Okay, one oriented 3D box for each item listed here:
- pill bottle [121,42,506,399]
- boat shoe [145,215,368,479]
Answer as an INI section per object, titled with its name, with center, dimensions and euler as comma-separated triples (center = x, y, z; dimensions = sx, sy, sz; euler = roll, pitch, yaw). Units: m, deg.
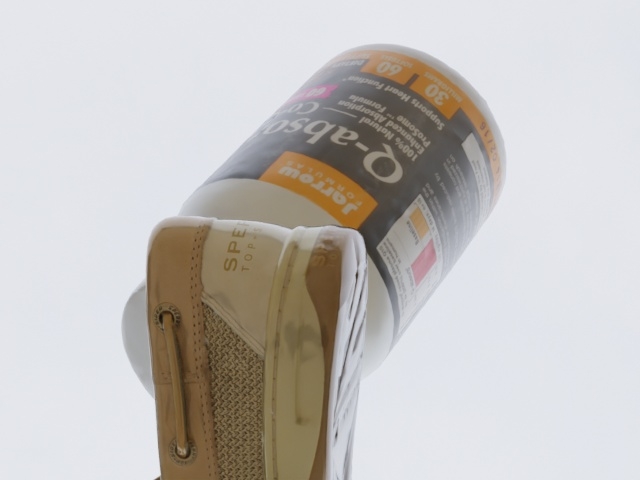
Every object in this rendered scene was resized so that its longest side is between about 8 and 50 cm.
[pill bottle]
center = 0.000, 0.000, 1.025
dimensions = 0.162, 0.162, 0.278
euler = 32, -135, 9
[boat shoe]
center = -0.044, 0.148, 0.799
dimensions = 0.110, 0.121, 0.341
euler = 7, -72, 8
